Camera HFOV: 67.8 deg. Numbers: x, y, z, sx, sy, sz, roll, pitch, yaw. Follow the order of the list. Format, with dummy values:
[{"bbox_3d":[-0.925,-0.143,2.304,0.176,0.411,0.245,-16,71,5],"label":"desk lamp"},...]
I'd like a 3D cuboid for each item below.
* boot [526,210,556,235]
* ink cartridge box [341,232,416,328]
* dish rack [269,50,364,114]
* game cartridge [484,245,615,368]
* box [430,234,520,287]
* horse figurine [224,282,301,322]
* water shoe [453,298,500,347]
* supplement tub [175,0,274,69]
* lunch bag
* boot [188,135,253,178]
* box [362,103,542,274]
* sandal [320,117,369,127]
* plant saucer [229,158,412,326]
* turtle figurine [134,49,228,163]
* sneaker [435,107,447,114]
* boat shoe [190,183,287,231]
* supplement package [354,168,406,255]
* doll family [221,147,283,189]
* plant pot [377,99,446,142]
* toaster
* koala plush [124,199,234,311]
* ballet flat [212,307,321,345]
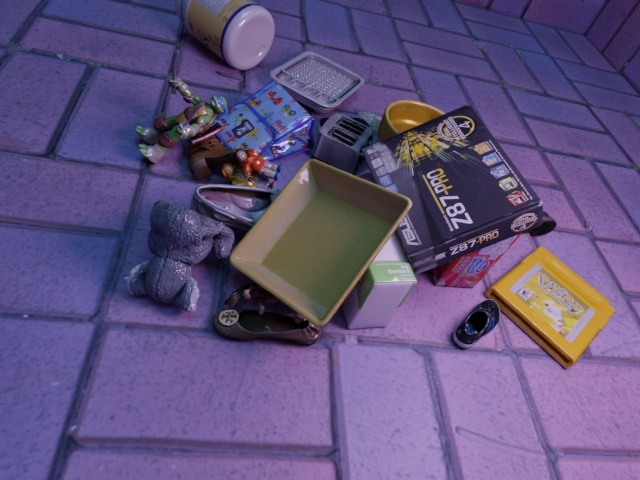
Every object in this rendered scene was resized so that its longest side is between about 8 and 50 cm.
[{"bbox_3d":[0.655,-0.119,1.629,0.263,0.091,0.229,5,42,-20],"label":"boot"},{"bbox_3d":[0.111,0.052,1.191,0.114,0.198,0.273,0,50,-19],"label":"ink cartridge box"},{"bbox_3d":[-0.012,-0.600,1.829,0.285,0.072,0.333,30,47,10],"label":"dish rack"},{"bbox_3d":[0.674,0.175,1.380,0.323,0.053,0.285,-28,63,-35],"label":"game cartridge"},{"bbox_3d":[0.405,0.009,1.292,0.128,0.257,0.123,6,49,-15],"label":"box"},{"bbox_3d":[-0.083,0.134,1.115,0.263,0.066,0.174,11,14,3],"label":"horse figurine"},{"bbox_3d":[0.425,0.207,1.242,0.073,0.080,0.203,41,49,18],"label":"water shoe"},{"bbox_3d":[-0.362,-0.829,1.797,0.331,0.241,0.241,41,49,19],"label":"supplement tub"},{"bbox_3d":[-0.200,-0.346,1.516,0.293,0.138,0.221,-32,65,-20],"label":"lunch bag"},{"bbox_3d":[-0.294,-0.265,1.401,0.197,0.073,0.152,-16,47,-11],"label":"boot"},{"bbox_3d":[0.311,-0.142,1.201,0.318,0.097,0.395,-23,51,9],"label":"box"},{"bbox_3d":[0.088,-0.415,1.726,0.179,0.040,0.067,4,41,4],"label":"sandal"},{"bbox_3d":[0.000,0.000,1.091,0.332,0.081,0.333,29,77,37],"label":"plant saucer"},{"bbox_3d":[-0.412,-0.357,1.319,0.198,0.266,0.274,58,11,2],"label":"turtle figurine"},{"bbox_3d":[0.479,-0.389,1.773,0.146,0.122,0.331,7,48,-10],"label":"sneaker"},{"bbox_3d":[-0.161,-0.082,1.200,0.320,0.103,0.118,10,70,-16],"label":"boat shoe"},{"bbox_3d":[0.207,-0.092,1.400,0.244,0.134,0.139,42,49,20],"label":"supplement package"},{"bbox_3d":[-0.222,-0.131,1.319,0.163,0.118,0.263,21,66,-9],"label":"doll family"},{"bbox_3d":[0.284,-0.277,1.522,0.254,0.239,0.254,10,47,-11],"label":"plant pot"},{"bbox_3d":[0.072,-0.322,1.579,0.185,0.110,0.168,28,45,7],"label":"toaster"},{"bbox_3d":[-0.328,0.039,1.071,0.196,0.203,0.221,20,83,3],"label":"koala plush"},{"bbox_3d":[-0.119,0.190,1.083,0.249,0.058,0.084,12,46,-9],"label":"ballet flat"}]
